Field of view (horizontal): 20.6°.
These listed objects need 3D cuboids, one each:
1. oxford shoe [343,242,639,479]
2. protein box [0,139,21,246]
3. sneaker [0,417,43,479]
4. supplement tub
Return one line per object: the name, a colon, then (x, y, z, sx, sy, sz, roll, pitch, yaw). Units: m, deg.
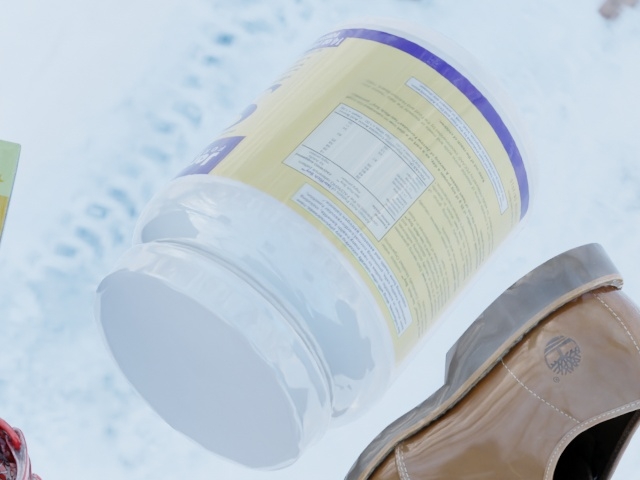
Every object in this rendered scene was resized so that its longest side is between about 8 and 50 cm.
oxford shoe: (0.065, 0.094, 0.690, 0.076, 0.076, 0.212, 55, 140, 21)
protein box: (-0.323, 0.035, 1.356, 0.136, 0.200, 0.201, 13, 69, -10)
sneaker: (-0.205, 0.191, 1.173, 0.145, 0.270, 0.090, -38, 32, 48)
supplement tub: (0.000, 0.000, 1.421, 0.241, 0.241, 0.331, 26, 53, 25)
